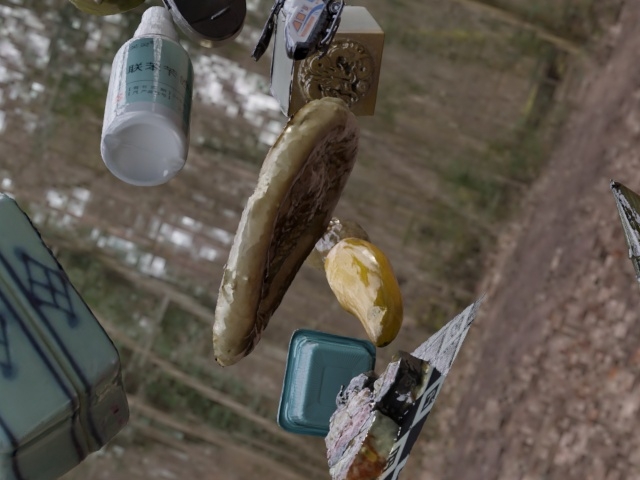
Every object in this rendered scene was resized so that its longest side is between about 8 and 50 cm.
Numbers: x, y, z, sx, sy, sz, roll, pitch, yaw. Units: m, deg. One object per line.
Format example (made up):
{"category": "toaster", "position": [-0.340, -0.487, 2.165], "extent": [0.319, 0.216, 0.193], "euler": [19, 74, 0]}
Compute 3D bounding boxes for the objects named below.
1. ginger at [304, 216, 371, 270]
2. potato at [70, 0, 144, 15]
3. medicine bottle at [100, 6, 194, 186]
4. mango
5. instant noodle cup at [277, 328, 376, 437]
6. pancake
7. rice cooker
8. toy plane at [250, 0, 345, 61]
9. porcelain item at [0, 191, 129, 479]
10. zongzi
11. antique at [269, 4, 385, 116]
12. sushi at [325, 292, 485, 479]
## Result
{"category": "ginger", "position": [0.000, 0.000, 2.153], "extent": [0.080, 0.104, 0.204], "euler": [-59, 25, -13]}
{"category": "potato", "position": [-0.274, -0.364, 1.825], "extent": [0.111, 0.160, 0.272], "euler": [-60, 11, -28]}
{"category": "medicine bottle", "position": [-0.222, -0.209, 1.903], "extent": [0.352, 0.110, 0.110], "euler": [-94, 13, -54]}
{"category": "mango", "position": [0.061, 0.061, 1.952], "extent": [0.098, 0.075, 0.190], "euler": [-64, 34, 26]}
{"category": "instant noodle cup", "position": [0.018, 0.245, 2.439], "extent": [0.070, 0.157, 0.179], "euler": [167, 112, -75]}
{"category": "pancake", "position": [-0.042, -0.008, 1.636], "extent": [0.356, 0.065, 0.356], "euler": [-61, -6, -11]}
{"category": "rice cooker", "position": [-0.177, -0.365, 2.139], "extent": [0.112, 0.165, 0.106], "euler": [-33, -9, -9]}
{"category": "toy plane", "position": [-0.008, -0.277, 1.640], "extent": [0.053, 0.078, 0.197], "euler": [107, -175, -74]}
{"category": "porcelain item", "position": [-0.318, 0.094, 1.286], "extent": [0.157, 0.281, 0.286], "euler": [-37, 4, -34]}
{"category": "zongzi", "position": [0.541, 0.008, 2.049], "extent": [0.112, 0.221, 0.242], "euler": [-38, -66, -46]}
{"category": "antique", "position": [0.008, -0.275, 2.231], "extent": [0.148, 0.152, 0.146], "euler": [-117, 29, -56]}
{"category": "sushi", "position": [0.053, 0.233, 1.841], "extent": [0.339, 0.069, 0.320], "euler": [-61, 6, -29]}
